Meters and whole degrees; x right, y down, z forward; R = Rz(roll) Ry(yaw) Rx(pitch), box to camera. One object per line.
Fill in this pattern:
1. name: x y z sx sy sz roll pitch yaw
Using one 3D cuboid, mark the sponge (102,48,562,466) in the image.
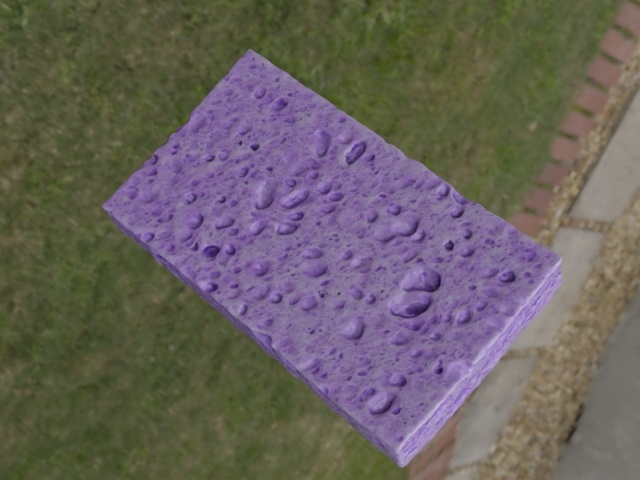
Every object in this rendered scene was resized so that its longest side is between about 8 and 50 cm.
1. sponge: 0.000 0.000 0.561 0.117 0.210 0.031 -47 152 -11
